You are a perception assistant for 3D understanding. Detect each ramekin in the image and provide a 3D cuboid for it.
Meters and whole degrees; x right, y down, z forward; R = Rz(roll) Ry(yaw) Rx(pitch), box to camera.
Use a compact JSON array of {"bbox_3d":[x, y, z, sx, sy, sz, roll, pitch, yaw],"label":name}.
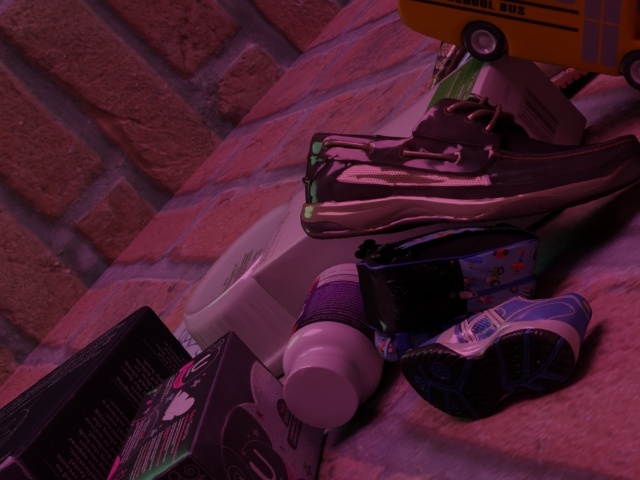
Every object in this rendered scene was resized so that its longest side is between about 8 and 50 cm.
[{"bbox_3d":[-0.065,0.064,2.053,0.273,0.127,0.273,-43,13,13],"label":"ramekin"}]

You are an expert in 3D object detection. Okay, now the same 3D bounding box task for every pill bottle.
[{"bbox_3d":[0.020,0.115,1.664,0.108,0.108,0.193,-39,14,28],"label":"pill bottle"}]

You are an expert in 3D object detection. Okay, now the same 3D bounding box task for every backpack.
[{"bbox_3d":[0.131,0.044,1.504,0.173,0.117,0.158,-11,2,-6],"label":"backpack"}]

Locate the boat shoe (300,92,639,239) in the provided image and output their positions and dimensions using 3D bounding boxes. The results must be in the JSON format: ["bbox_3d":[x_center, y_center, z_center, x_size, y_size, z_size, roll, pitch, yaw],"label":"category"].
[{"bbox_3d":[0.138,-0.081,1.525,0.355,0.130,0.132,-7,1,20],"label":"boat shoe"}]

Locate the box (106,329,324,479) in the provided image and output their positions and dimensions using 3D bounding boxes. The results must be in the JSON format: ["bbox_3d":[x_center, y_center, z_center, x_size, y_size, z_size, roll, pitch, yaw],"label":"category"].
[{"bbox_3d":[-0.104,0.236,1.564,0.142,0.163,0.247,-37,15,22],"label":"box"}]

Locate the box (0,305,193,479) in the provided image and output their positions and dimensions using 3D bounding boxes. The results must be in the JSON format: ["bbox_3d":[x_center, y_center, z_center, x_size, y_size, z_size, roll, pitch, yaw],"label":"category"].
[{"bbox_3d":[-0.297,0.296,1.748,0.293,0.212,0.395,-35,9,24],"label":"box"}]

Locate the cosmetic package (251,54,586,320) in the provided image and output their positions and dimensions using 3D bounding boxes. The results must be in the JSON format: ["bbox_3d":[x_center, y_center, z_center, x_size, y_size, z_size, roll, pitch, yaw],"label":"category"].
[{"bbox_3d":[0.112,-0.046,1.771,0.365,0.155,0.197,-36,17,34],"label":"cosmetic package"}]

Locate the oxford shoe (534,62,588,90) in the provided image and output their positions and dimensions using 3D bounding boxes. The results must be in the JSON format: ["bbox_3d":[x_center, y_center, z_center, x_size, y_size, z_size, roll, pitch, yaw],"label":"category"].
[{"bbox_3d":[0.340,-0.324,1.913,0.397,0.146,0.140,-45,14,8],"label":"oxford shoe"}]

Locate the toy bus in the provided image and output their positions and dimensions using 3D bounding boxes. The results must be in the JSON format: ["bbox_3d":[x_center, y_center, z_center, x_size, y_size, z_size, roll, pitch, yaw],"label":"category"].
[{"bbox_3d":[0.252,-0.258,1.633,0.333,0.130,0.108,14,39,24],"label":"toy bus"}]

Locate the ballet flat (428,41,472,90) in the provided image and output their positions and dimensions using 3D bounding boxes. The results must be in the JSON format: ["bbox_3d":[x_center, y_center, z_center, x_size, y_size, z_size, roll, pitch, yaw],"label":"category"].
[{"bbox_3d":[0.306,-0.359,2.057,0.483,0.164,0.182,-42,50,8],"label":"ballet flat"}]

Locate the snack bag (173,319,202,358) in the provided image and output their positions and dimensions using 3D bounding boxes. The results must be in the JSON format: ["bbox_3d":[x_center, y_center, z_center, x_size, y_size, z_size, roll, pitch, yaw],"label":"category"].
[{"bbox_3d":[-0.205,0.200,2.291,0.342,0.037,0.323,-55,14,-26],"label":"snack bag"}]

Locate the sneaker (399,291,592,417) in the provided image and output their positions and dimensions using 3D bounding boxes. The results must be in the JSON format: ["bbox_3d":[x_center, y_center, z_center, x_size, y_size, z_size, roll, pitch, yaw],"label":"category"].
[{"bbox_3d":[0.158,0.100,1.371,0.211,0.080,0.081,-17,24,47],"label":"sneaker"}]
